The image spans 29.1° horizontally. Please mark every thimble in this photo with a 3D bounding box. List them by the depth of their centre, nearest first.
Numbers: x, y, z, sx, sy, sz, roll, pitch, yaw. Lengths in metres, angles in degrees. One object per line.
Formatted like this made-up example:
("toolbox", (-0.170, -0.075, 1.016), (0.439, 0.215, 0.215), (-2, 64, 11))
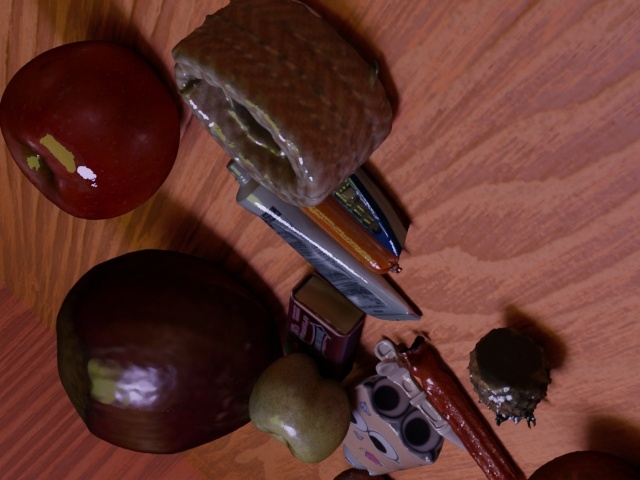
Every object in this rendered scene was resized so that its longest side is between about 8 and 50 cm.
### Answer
("thimble", (-0.040, -0.159, 1.376), (0.229, 0.148, 0.196), (40, 160, 17))

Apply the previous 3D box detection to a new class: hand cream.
("hand cream", (0.000, 0.000, 1.714), (0.341, 0.078, 0.124), (43, 159, -17))

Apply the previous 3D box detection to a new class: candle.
("candle", (0.210, 0.266, 1.824), (0.329, 0.048, 0.051), (55, -177, -24))

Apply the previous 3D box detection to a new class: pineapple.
("pineapple", (0.242, 0.183, 1.563), (0.108, 0.108, 0.197), (34, 166, 25))

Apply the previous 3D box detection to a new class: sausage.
("sausage", (-0.025, -0.074, 1.617), (0.348, 0.053, 0.053), (42, 158, 5))

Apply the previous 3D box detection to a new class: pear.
("pear", (-0.029, 0.264, 1.942), (0.167, 0.136, 0.167), (32, 158, 15))

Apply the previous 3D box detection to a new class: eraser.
("eraser", (0.094, 0.303, 2.038), (0.171, 0.087, 0.290), (50, 158, 0))

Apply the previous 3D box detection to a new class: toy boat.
("toy boat", (0.031, -0.075, 1.526), (0.229, 0.046, 0.080), (46, 157, -4))

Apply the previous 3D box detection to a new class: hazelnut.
("hazelnut", (-0.259, 0.196, 2.143), (0.421, 0.352, 0.421), (12, 139, 11))

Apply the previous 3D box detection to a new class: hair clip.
("hair clip", (0.159, 0.245, 1.854), (0.226, 0.034, 0.072), (49, -163, -9))

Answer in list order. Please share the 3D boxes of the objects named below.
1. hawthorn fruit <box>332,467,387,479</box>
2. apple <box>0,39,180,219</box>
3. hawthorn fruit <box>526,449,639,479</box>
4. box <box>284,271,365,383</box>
("hawthorn fruit", (0.076, 0.525, 2.368), (0.173, 0.173, 0.173), (37, 157, 18))
("apple", (-0.329, -0.166, 1.767), (0.260, 0.216, 0.260), (38, 157, 19))
("hawthorn fruit", (0.346, 0.416, 1.549), (0.311, 0.295, 0.295), (-31, 109, 24))
("box", (0.003, 0.144, 1.941), (0.120, 0.069, 0.224), (39, 156, 13))
